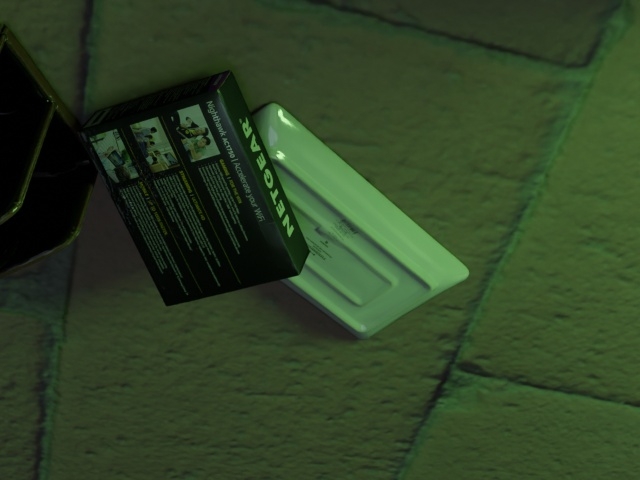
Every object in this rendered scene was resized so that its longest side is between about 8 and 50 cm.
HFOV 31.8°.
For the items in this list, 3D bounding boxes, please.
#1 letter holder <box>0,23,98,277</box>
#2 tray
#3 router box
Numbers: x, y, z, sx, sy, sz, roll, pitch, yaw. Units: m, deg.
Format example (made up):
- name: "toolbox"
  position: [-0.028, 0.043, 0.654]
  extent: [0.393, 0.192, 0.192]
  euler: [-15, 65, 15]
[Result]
- name: "letter holder"
  position: [-0.358, -0.010, 0.902]
  extent: [0.301, 0.214, 0.152]
  euler: [-18, 129, 17]
- name: "tray"
  position: [0.000, 0.000, 1.024]
  extent: [0.145, 0.030, 0.270]
  euler: [-35, 123, 28]
- name: "router box"
  position: [-0.104, -0.039, 0.947]
  extent: [0.133, 0.046, 0.179]
  euler: [-13, 116, 20]
